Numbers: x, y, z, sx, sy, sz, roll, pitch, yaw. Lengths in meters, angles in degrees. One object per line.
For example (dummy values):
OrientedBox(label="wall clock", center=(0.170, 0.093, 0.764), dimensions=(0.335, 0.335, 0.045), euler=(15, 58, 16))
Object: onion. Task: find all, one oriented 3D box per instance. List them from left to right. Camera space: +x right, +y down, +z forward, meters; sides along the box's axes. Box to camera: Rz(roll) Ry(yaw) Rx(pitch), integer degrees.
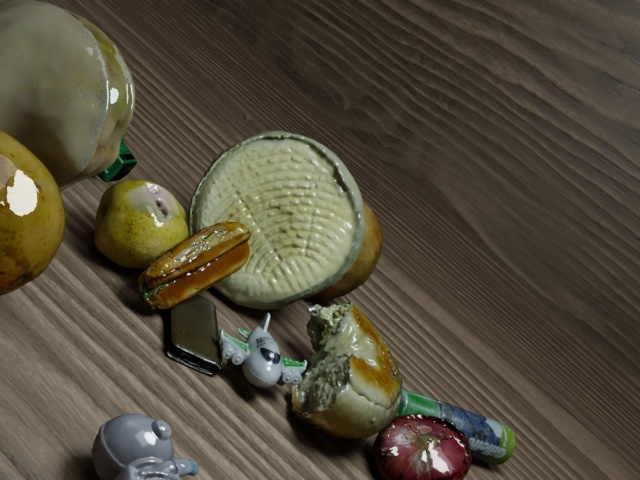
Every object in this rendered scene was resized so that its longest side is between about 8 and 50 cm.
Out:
OrientedBox(label="onion", center=(0.187, 0.410, 1.644), dimensions=(0.183, 0.147, 0.184), euler=(-3, 30, 2))

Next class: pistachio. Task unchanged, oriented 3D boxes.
OrientedBox(label="pistachio", center=(-0.532, -0.224, 1.484), dimensions=(0.445, 0.366, 0.281), euler=(2, -1, 11))

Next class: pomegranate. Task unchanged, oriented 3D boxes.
OrientedBox(label="pomegranate", center=(-0.498, -0.046, 1.282), dimensions=(0.264, 0.264, 0.264), euler=(33, 21, -14))
OrientedBox(label="pomegranate", center=(0.000, 0.000, 2.031), dimensions=(0.270, 0.252, 0.229), euler=(34, 40, -16))

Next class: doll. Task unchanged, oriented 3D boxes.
OrientedBox(label="doll", center=(-0.216, 0.330, 1.123), dimensions=(0.151, 0.151, 0.287), euler=(20, 23, -40))

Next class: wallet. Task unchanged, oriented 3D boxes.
OrientedBox(label="wallet", center=(-0.231, 0.158, 1.611), dimensions=(0.110, 0.031, 0.198), euler=(28, 22, -24))

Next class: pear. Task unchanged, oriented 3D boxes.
OrientedBox(label="pear", center=(-0.329, -0.027, 1.647), dimensions=(0.178, 0.178, 0.178), euler=(33, 21, -14))

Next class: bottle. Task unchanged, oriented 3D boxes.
OrientedBox(label="bottle", center=(0.265, 0.389, 1.855), dimensions=(0.330, 0.093, 0.093), euler=(24, 24, -32))

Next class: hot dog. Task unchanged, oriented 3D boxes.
OrientedBox(label="hot dog", center=(-0.226, 0.039, 1.629), dimensions=(0.072, 0.115, 0.269), euler=(33, 37, 25))

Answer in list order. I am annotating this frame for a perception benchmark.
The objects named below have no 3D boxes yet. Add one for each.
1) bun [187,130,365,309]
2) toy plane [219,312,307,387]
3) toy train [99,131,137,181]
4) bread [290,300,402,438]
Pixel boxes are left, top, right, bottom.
OrientedBox(label="bun", center=(-0.087, -0.040, 1.832), dimensions=(0.364, 0.364, 0.202), euler=(38, 4, 0))
OrientedBox(label="toy plane", center=(-0.105, 0.202, 1.603), dimensions=(0.174, 0.080, 0.174), euler=(26, 19, -10))
OrientedBox(label="toy train", center=(-0.474, -0.186, 1.865), dimensions=(0.136, 0.091, 0.227), euler=(51, 21, 5))
OrientedBox(label="bread", center=(0.057, 0.259, 1.674), dimensions=(0.192, 0.171, 0.314), euler=(38, 23, -24))
